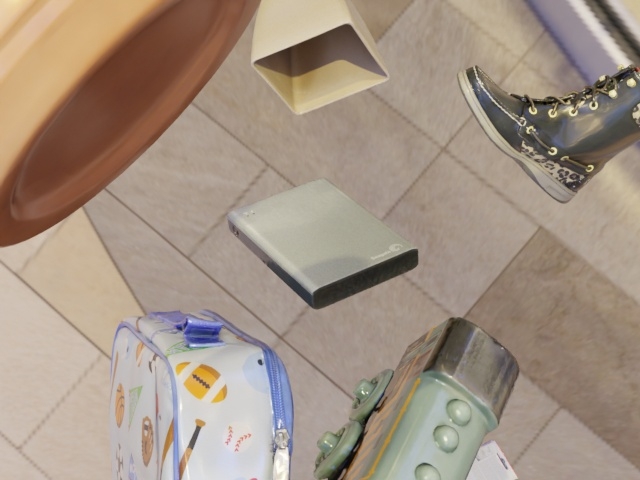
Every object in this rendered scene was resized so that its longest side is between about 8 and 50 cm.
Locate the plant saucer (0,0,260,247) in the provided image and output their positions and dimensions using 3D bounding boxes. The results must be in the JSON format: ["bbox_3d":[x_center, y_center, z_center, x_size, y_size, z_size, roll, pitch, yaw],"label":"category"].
[{"bbox_3d":[-0.085,-0.065,0.452,0.037,0.200,0.200,43,84,2],"label":"plant saucer"}]

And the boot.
[{"bbox_3d":[0.291,-0.164,1.373,0.178,0.236,0.085,-35,34,24],"label":"boot"}]

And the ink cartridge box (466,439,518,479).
[{"bbox_3d":[0.238,0.316,1.618,0.029,0.115,0.063,-24,77,-34],"label":"ink cartridge box"}]

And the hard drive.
[{"bbox_3d":[0.000,0.000,0.899,0.094,0.022,0.135,-22,37,-24],"label":"hard drive"}]

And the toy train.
[{"bbox_3d":[0.083,0.225,1.187,0.142,0.190,0.334,40,47,-4],"label":"toy train"}]

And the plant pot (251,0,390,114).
[{"bbox_3d":[-0.005,-0.208,1.169,0.109,0.109,0.096,-19,59,17],"label":"plant pot"}]

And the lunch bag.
[{"bbox_3d":[-0.101,0.174,0.943,0.115,0.303,0.243,0,94,-20],"label":"lunch bag"}]
